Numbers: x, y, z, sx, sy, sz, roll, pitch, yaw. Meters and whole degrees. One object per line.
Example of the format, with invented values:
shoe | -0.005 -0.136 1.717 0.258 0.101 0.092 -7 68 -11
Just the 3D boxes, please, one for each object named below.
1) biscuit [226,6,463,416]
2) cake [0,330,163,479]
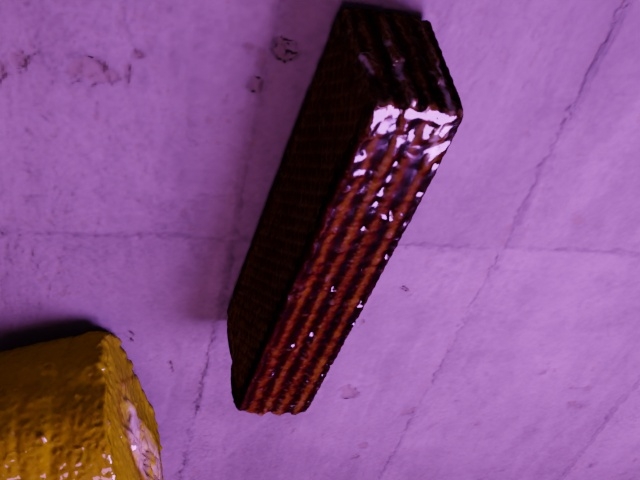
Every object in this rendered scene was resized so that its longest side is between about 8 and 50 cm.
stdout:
biscuit | 0.000 0.000 0.767 0.073 0.107 0.388 4 138 -20
cake | -0.230 0.217 0.924 0.156 0.179 0.260 -10 139 2
